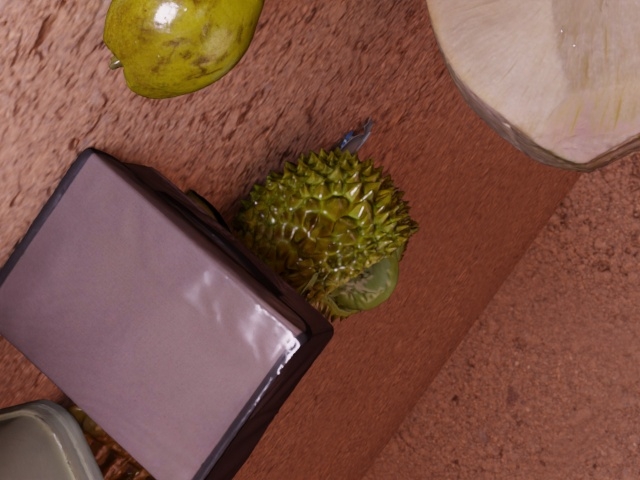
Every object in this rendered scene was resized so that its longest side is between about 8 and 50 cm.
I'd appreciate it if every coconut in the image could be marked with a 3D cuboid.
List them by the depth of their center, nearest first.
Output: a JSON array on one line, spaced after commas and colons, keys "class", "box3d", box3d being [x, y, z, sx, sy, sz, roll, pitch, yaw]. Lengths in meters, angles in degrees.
[{"class": "coconut", "box3d": [0.273, -0.261, 1.778, 0.415, 0.344, 0.415, 0, 90, -85]}]

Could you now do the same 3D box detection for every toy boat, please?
[{"class": "toy boat", "box3d": [0.017, -0.079, 2.115, 0.149, 0.034, 0.105, -52, 167, 4]}]

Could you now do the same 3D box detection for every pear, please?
[{"class": "pear", "box3d": [-0.105, -0.167, 1.378, 0.131, 0.107, 0.107, -37, 164, -8]}]

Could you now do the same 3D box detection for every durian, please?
[{"class": "durian", "box3d": [0.000, -0.001, 1.977, 0.200, 0.176, 0.237, -59, 169, 15]}]

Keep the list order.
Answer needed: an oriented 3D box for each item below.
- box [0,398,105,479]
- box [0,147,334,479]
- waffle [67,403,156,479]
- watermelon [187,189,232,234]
[{"class": "box", "box3d": [-0.316, 0.372, 1.579, 0.177, 0.352, 0.344, -15, -168, 43]}, {"class": "box", "box3d": [-0.135, 0.072, 1.577, 0.188, 0.252, 0.153, -54, 167, 9]}, {"class": "waffle", "box3d": [-0.246, 0.275, 1.993, 0.302, 0.068, 0.325, -17, 135, -39]}, {"class": "watermelon", "box3d": [-0.126, 0.052, 1.865, 0.145, 0.137, 0.193, 14, 73, -73]}]
